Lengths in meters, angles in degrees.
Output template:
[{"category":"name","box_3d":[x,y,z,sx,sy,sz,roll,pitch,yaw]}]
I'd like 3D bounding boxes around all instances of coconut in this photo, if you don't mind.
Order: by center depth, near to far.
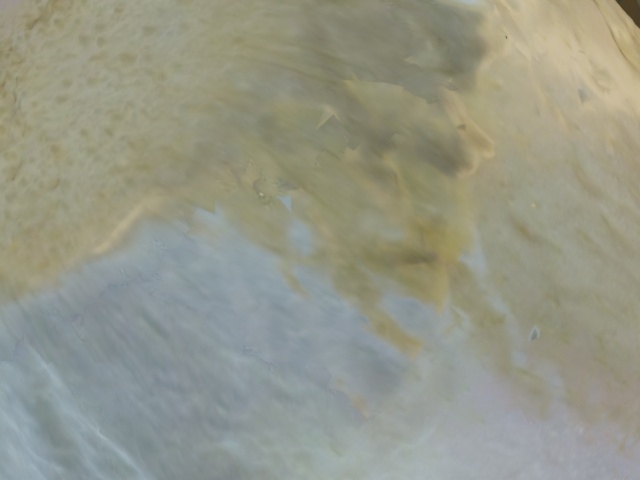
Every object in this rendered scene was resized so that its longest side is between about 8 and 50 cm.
[{"category":"coconut","box_3d":[0.000,0.000,0.521,0.328,0.329,0.329,-4,177,0]}]

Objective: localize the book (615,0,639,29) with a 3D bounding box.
[{"category":"book","box_3d":[0.267,-0.104,1.129,0.208,0.295,0.020,7,164,41]}]
